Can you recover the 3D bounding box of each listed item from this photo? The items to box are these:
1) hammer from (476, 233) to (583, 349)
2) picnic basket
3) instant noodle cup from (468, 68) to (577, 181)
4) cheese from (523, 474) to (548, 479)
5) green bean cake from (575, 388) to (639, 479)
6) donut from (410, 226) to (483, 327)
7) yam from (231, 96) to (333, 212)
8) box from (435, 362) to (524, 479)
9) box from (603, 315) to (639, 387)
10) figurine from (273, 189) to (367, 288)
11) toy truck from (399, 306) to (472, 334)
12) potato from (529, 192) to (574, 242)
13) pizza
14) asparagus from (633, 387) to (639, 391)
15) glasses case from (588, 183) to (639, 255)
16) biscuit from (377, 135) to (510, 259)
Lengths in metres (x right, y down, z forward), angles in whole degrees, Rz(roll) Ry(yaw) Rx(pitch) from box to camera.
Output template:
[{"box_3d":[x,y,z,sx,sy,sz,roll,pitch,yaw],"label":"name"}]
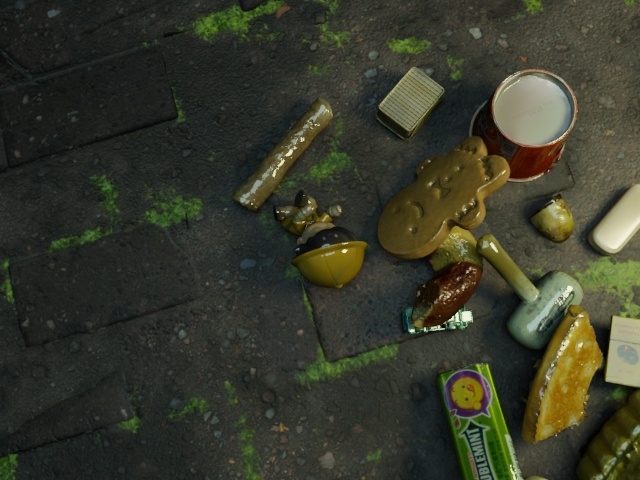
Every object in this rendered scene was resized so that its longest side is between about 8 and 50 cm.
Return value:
[{"box_3d":[0.465,0.101,1.463,0.305,0.113,0.202,43,82,-15],"label":"hammer"},{"box_3d":[0.234,-0.355,1.628,0.115,0.079,0.164,40,85,11],"label":"picnic basket"},{"box_3d":[0.502,-0.287,1.535,0.250,0.192,0.251,-1,80,5],"label":"instant noodle cup"},{"box_3d":[0.482,0.576,1.402,0.286,0.163,0.082,27,66,24],"label":"cheese"},{"box_3d":[0.742,0.505,1.328,0.285,0.202,0.310,33,102,10],"label":"green bean cake"},{"box_3d":[0.319,0.080,1.491,0.151,0.112,0.295,20,62,-9],"label":"donut"},{"box_3d":[-0.092,-0.224,1.635,0.081,0.081,0.357,40,86,11],"label":"yam"},{"box_3d":[0.362,0.457,1.394,0.134,0.097,0.346,-17,57,12],"label":"box"},{"box_3d":[0.712,0.257,1.447,0.086,0.023,0.155,8,83,12],"label":"box"},{"box_3d":[-0.001,0.004,1.543,0.192,0.167,0.257,-15,49,-28],"label":"figurine"},{"box_3d":[0.281,0.193,1.535,0.175,0.081,0.067,-2,79,-15],"label":"toy truck"},{"box_3d":[0.590,-0.050,1.549,0.096,0.066,0.103,-40,81,0],"label":"potato"},{"box_3d":[0.553,0.314,1.434,0.089,0.223,0.324,17,82,50],"label":"pizza"},{"box_3d":[0.757,0.324,1.466,0.067,0.060,0.278,-25,77,10],"label":"asparagus"},{"box_3d":[0.747,-0.051,1.542,0.083,0.050,0.196,43,86,9],"label":"glasses case"},{"box_3d":[0.282,-0.102,1.514,0.355,0.052,0.275,-39,39,13],"label":"biscuit"}]
